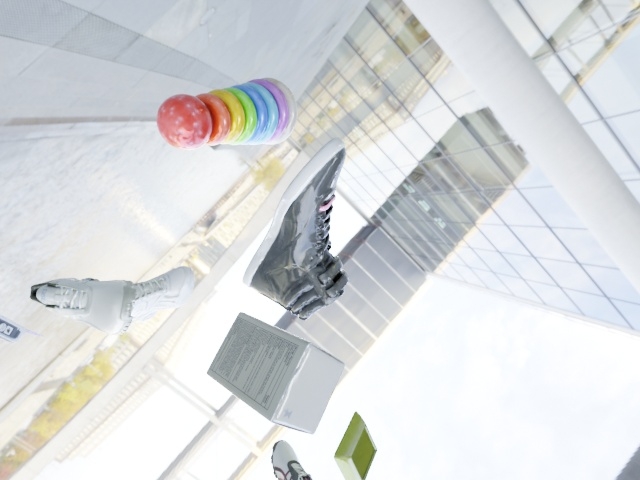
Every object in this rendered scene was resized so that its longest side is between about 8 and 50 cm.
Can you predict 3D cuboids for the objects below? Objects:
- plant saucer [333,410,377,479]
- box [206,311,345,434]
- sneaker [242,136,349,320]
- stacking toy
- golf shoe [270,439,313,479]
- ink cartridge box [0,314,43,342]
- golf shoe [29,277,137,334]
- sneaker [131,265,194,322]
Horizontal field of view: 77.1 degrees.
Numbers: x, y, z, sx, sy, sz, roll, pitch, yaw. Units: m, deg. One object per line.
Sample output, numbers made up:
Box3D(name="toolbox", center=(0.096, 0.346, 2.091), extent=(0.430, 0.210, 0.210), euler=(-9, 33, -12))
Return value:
Box3D(name="plant saucer", center=(0.132, 0.717, 1.360), extent=(0.045, 0.188, 0.188), euler=(-8, -155, 34))
Box3D(name="box", center=(-0.093, 0.257, 0.804), extent=(0.232, 0.127, 0.149), euler=(11, -113, 46))
Box3D(name="sneaker", center=(0.000, 0.000, 0.597), extent=(0.296, 0.147, 0.104), euler=(-59, 171, 32))
Box3D(name="stacking toy", center=(-0.177, -0.238, 0.765), extent=(0.141, 0.141, 0.330), euler=(-38, 180, 32))
Box3D(name="golf shoe", center=(-0.071, 0.756, 1.279), extent=(0.120, 0.105, 0.273), euler=(-55, -136, 25))
Box3D(name="ink cartridge box", center=(-0.730, 0.157, 0.829), extent=(0.208, 0.206, 0.045), euler=(79, 25, -57))
Box3D(name="golf shoe", center=(-0.291, 0.076, 0.486), extent=(0.176, 0.086, 0.069), euler=(-4, -103, 39))
Box3D(name="sneaker", center=(-0.415, 0.131, 0.982), extent=(0.232, 0.090, 0.115), euler=(-32, 154, 13))
